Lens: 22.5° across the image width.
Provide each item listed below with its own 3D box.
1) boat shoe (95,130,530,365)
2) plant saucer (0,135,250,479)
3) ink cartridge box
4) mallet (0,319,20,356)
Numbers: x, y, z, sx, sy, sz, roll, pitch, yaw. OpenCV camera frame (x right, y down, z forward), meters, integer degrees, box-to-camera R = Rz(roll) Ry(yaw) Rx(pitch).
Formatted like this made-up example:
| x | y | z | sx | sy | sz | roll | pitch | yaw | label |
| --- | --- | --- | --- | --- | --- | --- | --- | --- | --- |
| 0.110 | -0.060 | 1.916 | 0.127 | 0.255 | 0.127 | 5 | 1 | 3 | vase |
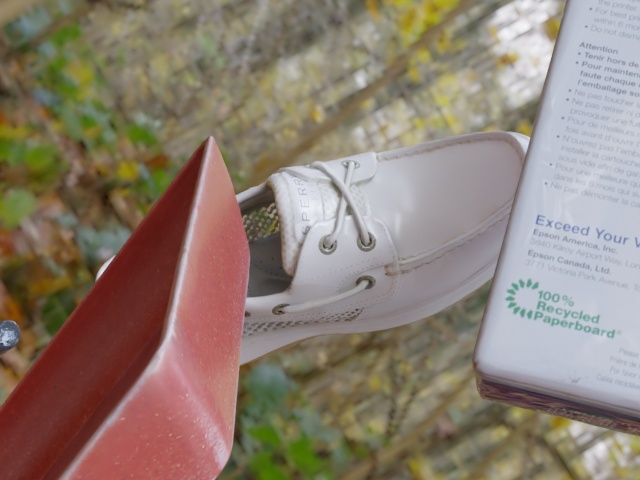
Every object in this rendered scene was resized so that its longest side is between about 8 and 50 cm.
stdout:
| x | y | z | sx | sy | sz | roll | pitch | yaw | label |
| --- | --- | --- | --- | --- | --- | --- | --- | --- | --- |
| 0.000 | 0.000 | 0.930 | 0.096 | 0.277 | 0.098 | 52 | 18 | -54 | boat shoe |
| -0.107 | 0.101 | 0.616 | 0.048 | 0.259 | 0.258 | 35 | 14 | -11 | plant saucer |
| 0.273 | -0.041 | 0.815 | 0.324 | 0.330 | 0.071 | 13 | -18 | 12 | ink cartridge box |
| -0.218 | 0.096 | 0.915 | 0.039 | 0.062 | 0.190 | 38 | -34 | -10 | mallet |
